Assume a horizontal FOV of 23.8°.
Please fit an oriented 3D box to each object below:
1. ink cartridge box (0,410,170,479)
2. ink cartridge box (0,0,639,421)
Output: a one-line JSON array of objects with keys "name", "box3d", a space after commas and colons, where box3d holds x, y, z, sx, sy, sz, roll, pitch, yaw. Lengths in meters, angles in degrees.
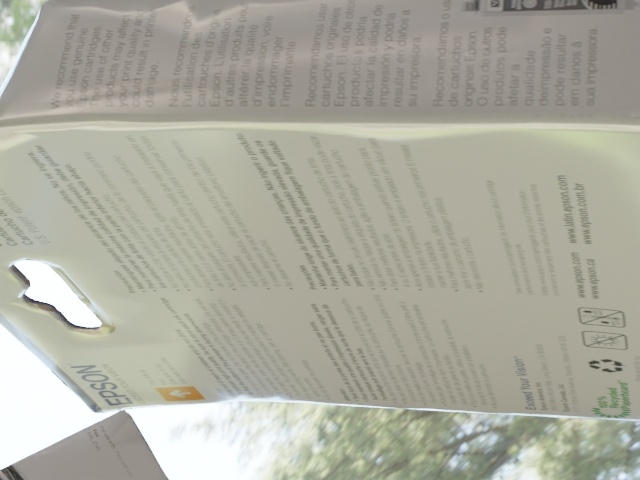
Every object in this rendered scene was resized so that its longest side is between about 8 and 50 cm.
[{"name": "ink cartridge box", "box3d": [-0.201, 0.220, 1.067, 0.190, 0.140, 0.082, -24, -122, -21]}, {"name": "ink cartridge box", "box3d": [0.000, 0.000, 0.462, 0.223, 0.223, 0.045, 0, -115, 13]}]
